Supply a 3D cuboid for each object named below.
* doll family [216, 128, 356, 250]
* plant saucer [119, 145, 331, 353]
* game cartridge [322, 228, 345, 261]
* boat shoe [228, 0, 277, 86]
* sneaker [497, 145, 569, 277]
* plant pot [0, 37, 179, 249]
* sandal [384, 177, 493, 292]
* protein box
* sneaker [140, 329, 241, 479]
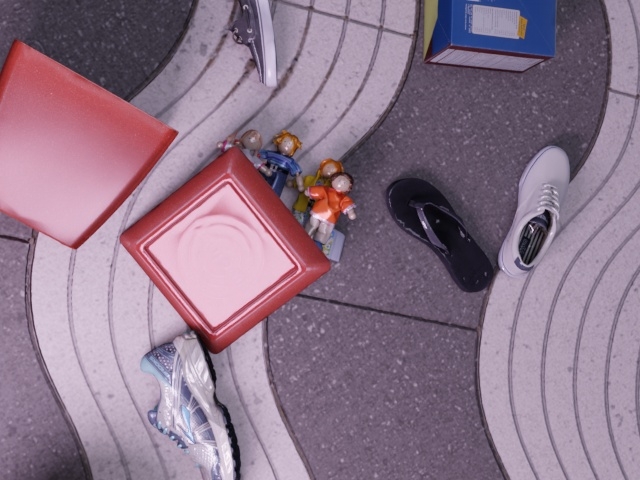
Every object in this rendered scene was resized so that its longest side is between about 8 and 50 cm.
[{"bbox_3d":[-0.056,-0.096,1.972,0.263,0.118,0.163,26,85,4],"label":"doll family"},{"bbox_3d":[-0.159,0.024,1.889,0.259,0.048,0.258,-37,97,11],"label":"plant saucer"},{"bbox_3d":[0.000,0.000,2.016,0.083,0.017,0.056,16,77,-15],"label":"game cartridge"},{"bbox_3d":[-0.120,-0.372,1.983,0.076,0.080,0.229,-9,91,0],"label":"boat shoe"},{"bbox_3d":[0.403,-0.053,2.104,0.094,0.091,0.258,21,80,-14],"label":"sneaker"},{"bbox_3d":[-0.400,-0.137,1.791,0.267,0.267,0.236,30,90,-13],"label":"plant pot"},{"bbox_3d":[0.221,-0.017,2.064,0.254,0.054,0.097,45,75,-9],"label":"sandal"},{"bbox_3d":[0.303,-0.419,2.081,0.201,0.136,0.200,4,84,-17],"label":"protein box"},{"bbox_3d":[-0.211,0.295,1.896,0.122,0.110,0.283,-18,88,0],"label":"sneaker"}]
